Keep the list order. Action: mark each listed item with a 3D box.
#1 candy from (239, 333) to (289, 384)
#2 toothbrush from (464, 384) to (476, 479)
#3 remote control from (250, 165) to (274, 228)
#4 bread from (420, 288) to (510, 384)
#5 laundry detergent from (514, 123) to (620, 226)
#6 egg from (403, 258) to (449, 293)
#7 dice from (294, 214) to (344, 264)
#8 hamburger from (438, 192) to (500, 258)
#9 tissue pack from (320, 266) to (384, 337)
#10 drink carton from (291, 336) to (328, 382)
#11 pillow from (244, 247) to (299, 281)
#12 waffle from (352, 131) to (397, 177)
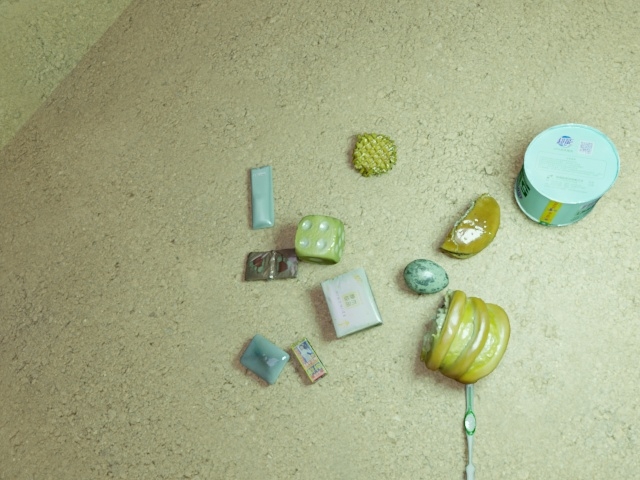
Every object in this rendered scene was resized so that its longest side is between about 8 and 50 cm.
[{"bbox_3d":[-0.224,0.471,1.881,0.174,0.071,0.138,29,83,20],"label":"candy"},{"bbox_3d":[0.524,0.627,1.655,0.042,0.040,0.417,-1,74,18],"label":"toothbrush"},{"bbox_3d":[-0.263,-0.195,2.097,0.103,0.051,0.293,-8,71,13],"label":"remote control"},{"bbox_3d":[0.504,0.336,1.648,0.270,0.211,0.315,24,78,20],"label":"bread"},{"bbox_3d":[0.849,-0.211,1.671,0.287,0.305,0.287,-4,73,13],"label":"laundry detergent"},{"bbox_3d":[0.399,0.138,1.783,0.172,0.132,0.132,13,78,6],"label":"egg"},{"bbox_3d":[0.000,0.000,1.907,0.166,0.169,0.169,6,76,16],"label":"dice"},{"bbox_3d":[0.584,-0.045,1.781,0.157,0.144,0.283,37,84,21],"label":"hamburger"},{"bbox_3d":[0.120,0.244,1.828,0.185,0.124,0.225,-20,71,6],"label":"tissue pack"},{"bbox_3d":[-0.042,0.467,1.844,0.071,0.056,0.165,-32,69,-5],"label":"drink carton"},{"bbox_3d":[-0.203,0.105,1.996,0.248,0.049,0.135,-5,72,17],"label":"pillow"},{"bbox_3d":[0.228,-0.361,2.008,0.193,0.070,0.197,-1,77,14],"label":"waffle"}]
